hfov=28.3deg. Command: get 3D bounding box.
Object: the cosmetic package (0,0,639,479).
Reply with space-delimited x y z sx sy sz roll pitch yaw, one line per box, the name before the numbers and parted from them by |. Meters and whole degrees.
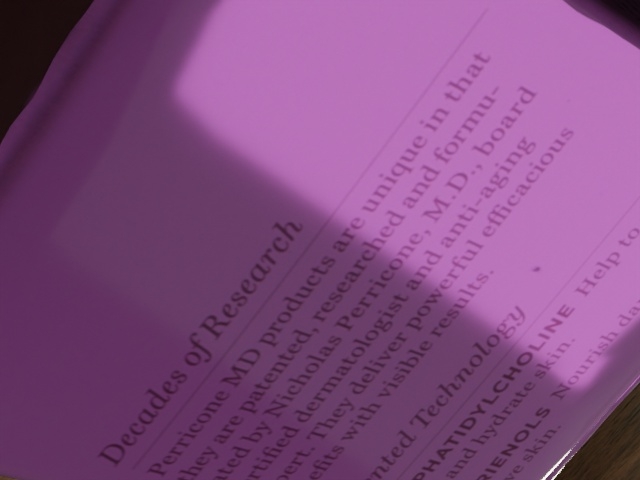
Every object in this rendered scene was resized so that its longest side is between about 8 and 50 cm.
cosmetic package | -0.025 -0.070 0.695 0.394 0.329 0.327 23 114 -36
